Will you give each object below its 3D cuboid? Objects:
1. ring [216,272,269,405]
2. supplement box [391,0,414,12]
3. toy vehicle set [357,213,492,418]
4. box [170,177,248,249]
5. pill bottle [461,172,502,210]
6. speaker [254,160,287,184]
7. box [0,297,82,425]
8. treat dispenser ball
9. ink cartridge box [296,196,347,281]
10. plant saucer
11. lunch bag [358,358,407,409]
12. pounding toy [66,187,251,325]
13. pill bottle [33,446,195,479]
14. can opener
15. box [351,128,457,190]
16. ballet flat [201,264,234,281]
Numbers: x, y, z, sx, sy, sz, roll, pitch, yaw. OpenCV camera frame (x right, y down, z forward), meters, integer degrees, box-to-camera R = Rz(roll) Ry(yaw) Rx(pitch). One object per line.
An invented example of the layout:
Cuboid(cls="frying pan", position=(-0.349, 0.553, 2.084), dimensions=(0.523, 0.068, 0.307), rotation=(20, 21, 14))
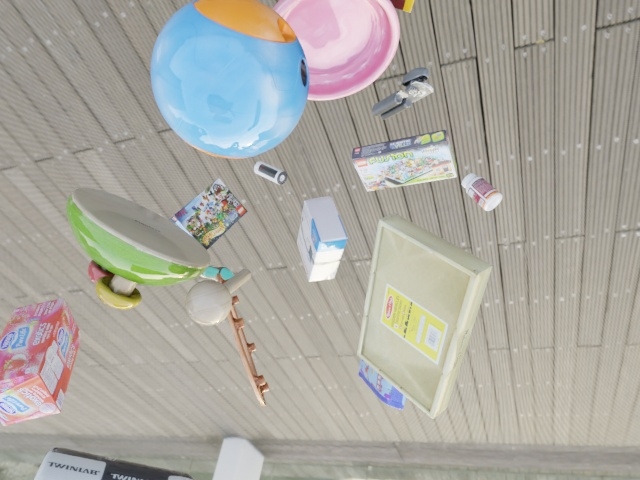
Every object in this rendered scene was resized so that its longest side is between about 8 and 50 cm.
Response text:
Cuboid(cls="ring", position=(-0.184, 0.235, 1.160), dimensions=(0.032, 0.337, 0.337), rotation=(-19, 137, -10))
Cuboid(cls="supplement box", position=(0.151, -0.670, 1.103), dimensions=(0.193, 0.129, 0.191), rotation=(17, 142, 4))
Cuboid(cls="toy vehicle set", position=(0.138, 0.113, 0.700), dimensions=(0.166, 0.035, 0.267), rotation=(35, 132, 39))
Cuboid(cls="box", position=(-0.384, -0.089, 1.666), dimensions=(0.159, 0.233, 0.044), rotation=(49, 142, -12))
Cuboid(cls="pill bottle", position=(0.627, -0.193, 1.864), dimensions=(0.086, 0.152, 0.086), rotation=(-25, 146, -18))
Cuboid(cls="speaker", position=(-0.193, -0.262, 1.839), dimensions=(0.136, 0.055, 0.055), rotation=(29, 148, 34))
Cuboid(cls="box", position=(-0.646, 0.265, 1.083), dimensions=(0.122, 0.257, 0.128), rotation=(-11, 123, -9))
Cuboid(cls="treat dispenser ball", position=(-0.164, -0.298, 0.888), dimensions=(0.287, 0.288, 0.288), rotation=(6, 137, 6))
Cuboid(cls="ink cartridge box", position=(0.000, 0.000, 1.263), dimensions=(0.082, 0.140, 0.191), rotation=(-8, 146, -18))
Cuboid(cls="plant saucer", position=(0.019, -0.482, 1.137), dimensions=(0.331, 0.084, 0.332), rotation=(-9, 151, -5))
Cuboid(cls="lunch bag", position=(0.178, 0.263, 1.160), dimensions=(0.138, 0.221, 0.293), rotation=(11, 177, 4))
Cuboid(cls="pounding toy", position=(-0.222, 0.040, 0.601), dimensions=(0.236, 0.183, 0.110), rotation=(32, 95, -4))
Cuboid(cls="pill bottle", position=(-0.248, 0.360, 0.618), dimensions=(0.245, 0.131, 0.130), rotation=(20, 137, -17))
Cuboid(cls="can opener", position=(0.276, -0.493, 1.607), dimensions=(0.075, 0.095, 0.283), rotation=(16, 171, -23))
Cuboid(cls="box", position=(0.183, -0.170, 1.043), dimensions=(0.206, 0.036, 0.114), rotation=(-7, 143, 24))
Cuboid(cls="ballet flat", position=(-0.339, 0.099, 1.523), dimensions=(0.052, 0.057, 0.168), rotation=(21, 172, 28))
